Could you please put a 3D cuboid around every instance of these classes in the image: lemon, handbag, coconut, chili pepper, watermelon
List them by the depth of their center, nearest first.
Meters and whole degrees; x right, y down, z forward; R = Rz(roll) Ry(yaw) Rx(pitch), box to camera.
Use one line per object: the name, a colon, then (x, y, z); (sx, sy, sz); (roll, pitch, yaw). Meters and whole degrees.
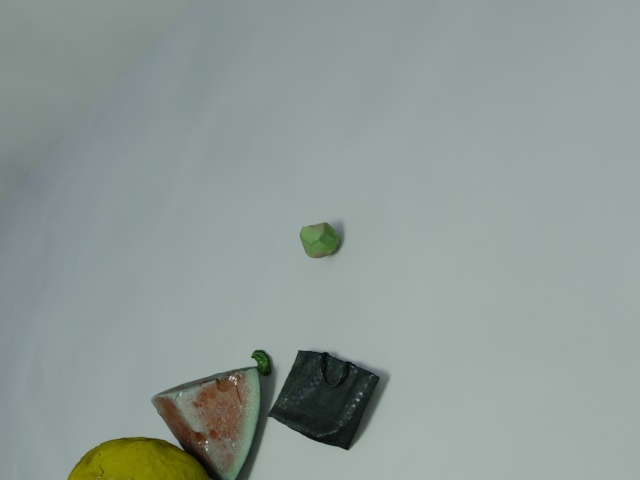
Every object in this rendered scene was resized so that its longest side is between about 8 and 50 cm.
handbag: (0.005, 0.313, 1.835); (0.270, 0.089, 0.175); (9, 71, 53)
lemon: (-0.396, 0.604, 1.950); (0.350, 0.350, 0.387); (20, 104, 54)
watermelon: (-0.257, 0.396, 2.011); (0.213, 0.201, 0.261); (-13, 66, 57)
coconut: (0.000, 0.000, 2.014); (0.082, 0.081, 0.083); (-12, 39, 15)
chili pepper: (-0.134, 0.274, 2.069); (0.091, 0.030, 0.034); (-129, 44, -53)
